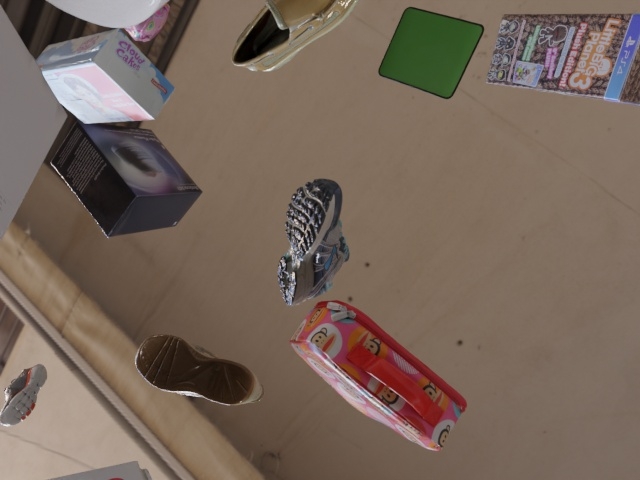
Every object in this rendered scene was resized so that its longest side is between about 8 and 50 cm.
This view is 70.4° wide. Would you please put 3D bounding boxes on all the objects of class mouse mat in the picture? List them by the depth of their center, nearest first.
[{"bbox_3d":[0.222,-0.389,0.936,0.189,0.153,0.007,32,-164,29],"label":"mouse mat"}]

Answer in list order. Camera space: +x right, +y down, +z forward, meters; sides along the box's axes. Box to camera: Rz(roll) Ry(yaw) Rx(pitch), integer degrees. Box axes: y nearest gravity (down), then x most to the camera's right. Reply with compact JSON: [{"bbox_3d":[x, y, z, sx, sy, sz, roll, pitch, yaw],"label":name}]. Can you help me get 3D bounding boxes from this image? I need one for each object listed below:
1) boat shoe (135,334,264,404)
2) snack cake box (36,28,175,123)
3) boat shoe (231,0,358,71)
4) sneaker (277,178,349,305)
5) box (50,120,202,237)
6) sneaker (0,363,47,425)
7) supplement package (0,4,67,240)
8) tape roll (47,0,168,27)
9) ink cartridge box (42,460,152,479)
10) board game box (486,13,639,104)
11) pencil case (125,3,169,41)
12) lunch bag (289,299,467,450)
[{"bbox_3d":[-0.249,0.270,0.916,0.284,0.105,0.089,14,158,24],"label":"boat shoe"},{"bbox_3d":[-0.447,-0.323,0.918,0.264,0.089,0.152,8,154,34],"label":"snack cake box"},{"bbox_3d":[-0.025,-0.236,0.466,0.068,0.190,0.072,55,-139,-2],"label":"boat shoe"},{"bbox_3d":[0.000,0.000,0.865,0.122,0.283,0.110,-8,-134,-29],"label":"sneaker"},{"bbox_3d":[-0.577,-0.190,1.389,0.294,0.182,0.296,50,-158,8],"label":"box"},{"bbox_3d":[-0.677,0.349,1.017,0.064,0.061,0.158,-9,-152,3],"label":"sneaker"},{"bbox_3d":[-0.473,-0.124,0.541,0.175,0.178,0.293,-1,-127,3],"label":"supplement package"},{"bbox_3d":[-0.221,-0.319,0.263,0.391,0.072,0.392,31,159,13],"label":"tape roll"},{"bbox_3d":[-0.177,0.207,0.214,0.212,0.093,0.154,2,-169,-36],"label":"ink cartridge box"},{"bbox_3d":[0.542,-0.368,0.929,0.231,0.141,0.291,-7,-154,-34],"label":"board game box"},{"bbox_3d":[-0.500,-0.600,1.060,0.284,0.124,0.124,38,-161,-16],"label":"pencil case"},{"bbox_3d":[0.092,0.226,0.776,0.293,0.120,0.258,40,164,-4],"label":"lunch bag"}]
